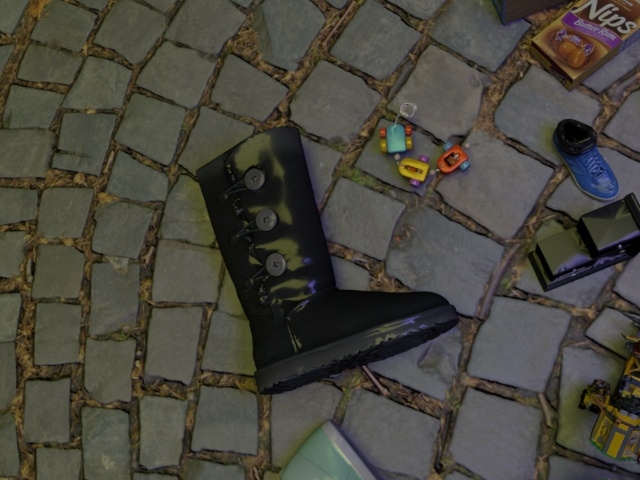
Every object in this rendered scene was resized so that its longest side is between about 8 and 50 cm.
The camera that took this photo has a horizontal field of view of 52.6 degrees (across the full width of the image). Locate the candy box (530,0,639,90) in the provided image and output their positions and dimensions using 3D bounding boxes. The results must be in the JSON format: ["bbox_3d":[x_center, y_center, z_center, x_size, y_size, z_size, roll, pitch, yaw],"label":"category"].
[{"bbox_3d":[0.475,-0.364,1.128,0.186,0.053,0.109,-38,70,3],"label":"candy box"}]

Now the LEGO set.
[{"bbox_3d":[0.540,0.213,0.871,0.331,0.254,0.192,24,112,30],"label":"LEGO set"}]

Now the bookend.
[{"bbox_3d":[0.413,0.008,1.006,0.156,0.157,0.072,-23,72,9],"label":"bookend"}]

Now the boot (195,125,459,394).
[{"bbox_3d":[-0.002,0.001,1.143,0.366,0.146,0.446,-20,69,9],"label":"boot"}]

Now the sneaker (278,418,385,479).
[{"bbox_3d":[0.041,0.436,1.046,0.151,0.094,0.256,-42,61,-3],"label":"sneaker"}]

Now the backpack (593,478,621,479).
[{"bbox_3d":[0.350,0.491,0.877,0.355,0.273,0.290,-32,49,-4],"label":"backpack"}]

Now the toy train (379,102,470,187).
[{"bbox_3d":[0.185,-0.163,1.170,0.125,0.046,0.166,-43,74,2],"label":"toy train"}]

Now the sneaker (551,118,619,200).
[{"bbox_3d":[0.439,-0.135,1.069,0.058,0.084,0.152,-31,72,7],"label":"sneaker"}]

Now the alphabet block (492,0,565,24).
[{"bbox_3d":[0.380,-0.528,1.118,0.197,0.193,0.193,-20,75,11],"label":"alphabet block"}]
